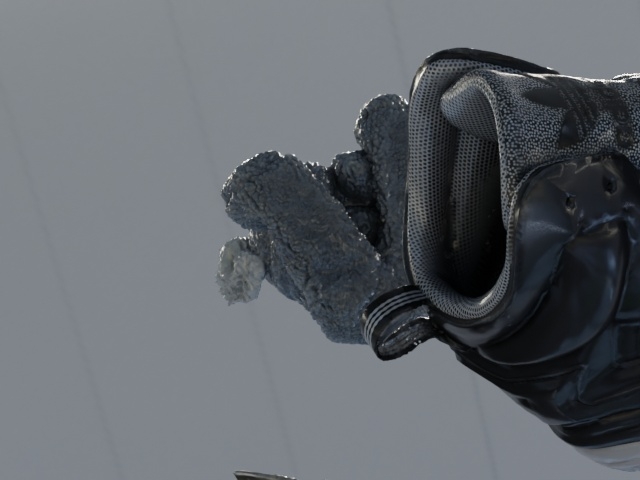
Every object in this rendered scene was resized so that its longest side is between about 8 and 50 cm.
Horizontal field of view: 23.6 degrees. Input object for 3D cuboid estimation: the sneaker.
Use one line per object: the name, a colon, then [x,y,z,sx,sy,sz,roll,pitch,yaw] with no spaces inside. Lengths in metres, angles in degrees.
sneaker: [0.125,-0.041,0.486,0.269,0.153,0.101,-55,-142,22]

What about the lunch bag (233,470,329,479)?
lunch bag: [-0.013,0.239,0.560,0.243,0.115,0.303,-13,-108,11]

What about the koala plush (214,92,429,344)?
koala plush: [0.000,0.000,1.396,0.221,0.196,0.203,-10,-74,64]
